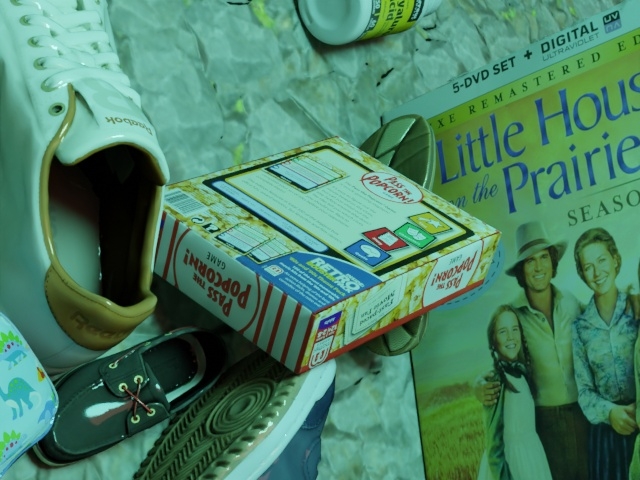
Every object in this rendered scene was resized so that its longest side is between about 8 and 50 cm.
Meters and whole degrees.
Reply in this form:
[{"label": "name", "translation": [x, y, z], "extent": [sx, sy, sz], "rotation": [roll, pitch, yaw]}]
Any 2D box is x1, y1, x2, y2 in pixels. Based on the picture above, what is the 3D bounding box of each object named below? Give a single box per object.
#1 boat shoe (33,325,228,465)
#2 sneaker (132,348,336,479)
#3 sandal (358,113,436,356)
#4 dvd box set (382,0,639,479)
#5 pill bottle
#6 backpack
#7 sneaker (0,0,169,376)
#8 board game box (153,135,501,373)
[{"label": "boat shoe", "translation": [-0.107, 0.085, 0.712], "extent": [0.133, 0.042, 0.049], "rotation": [-29, 99, -46]}, {"label": "sneaker", "translation": [-0.040, 0.193, 0.699], "extent": [0.153, 0.099, 0.282], "rotation": [51, 48, -21]}, {"label": "sandal", "translation": [0.056, -0.002, 0.896], "extent": [0.049, 0.072, 0.180], "rotation": [28, 57, -55]}, {"label": "dvd box set", "translation": [0.188, 0.066, 0.827], "extent": [0.062, 0.308, 0.420], "rotation": [7, 71, -42]}, {"label": "pill bottle", "translation": [0.042, -0.187, 0.947], "extent": [0.116, 0.065, 0.065], "rotation": [-22, 92, -48]}, {"label": "backpack", "translation": [-0.190, 0.070, 0.600], "extent": [0.114, 0.084, 0.105], "rotation": [57, 42, -11]}, {"label": "sneaker", "translation": [-0.130, -0.078, 0.689], "extent": [0.106, 0.123, 0.290], "rotation": [3, 72, -43]}, {"label": "board game box", "translation": [0.000, 0.000, 0.784], "extent": [0.193, 0.147, 0.045], "rotation": [-20, 135, -47]}]
